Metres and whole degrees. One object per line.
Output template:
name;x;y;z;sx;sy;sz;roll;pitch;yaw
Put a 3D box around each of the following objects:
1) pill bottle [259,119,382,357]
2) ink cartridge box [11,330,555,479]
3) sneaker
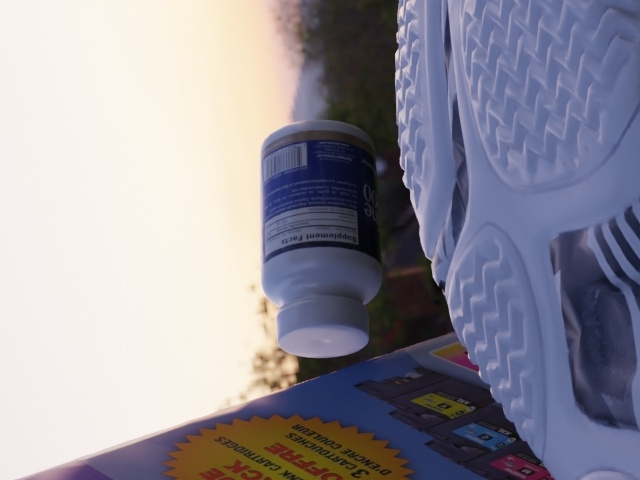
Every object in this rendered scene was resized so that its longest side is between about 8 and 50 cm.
pill bottle;0.000;0.000;0.794;0.067;0.067;0.120;75;-168;-64
ink cartridge box;0.037;0.181;0.614;0.270;0.395;0.151;23;118;40
sneaker;0.161;0.014;0.362;0.137;0.210;0.365;106;148;-51
